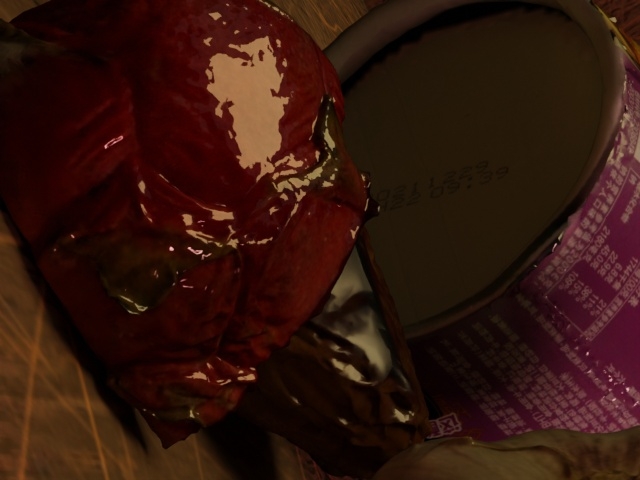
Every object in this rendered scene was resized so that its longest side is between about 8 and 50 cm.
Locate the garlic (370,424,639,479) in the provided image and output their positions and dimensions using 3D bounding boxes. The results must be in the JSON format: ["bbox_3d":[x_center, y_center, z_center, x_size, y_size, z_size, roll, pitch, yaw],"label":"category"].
[{"bbox_3d":[0.102,0.221,0.796,0.245,0.245,0.253,-103,-163,-55],"label":"garlic"}]

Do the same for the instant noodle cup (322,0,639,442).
[{"bbox_3d":[0.117,0.020,1.100,0.266,0.340,0.340,41,22,-40],"label":"instant noodle cup"}]

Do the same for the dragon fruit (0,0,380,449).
[{"bbox_3d":[-0.054,-0.019,0.737,0.127,0.120,0.161,41,29,-56],"label":"dragon fruit"}]

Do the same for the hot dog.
[{"bbox_3d":[-0.019,0.010,0.911,0.160,0.099,0.227,55,19,-55],"label":"hot dog"}]
